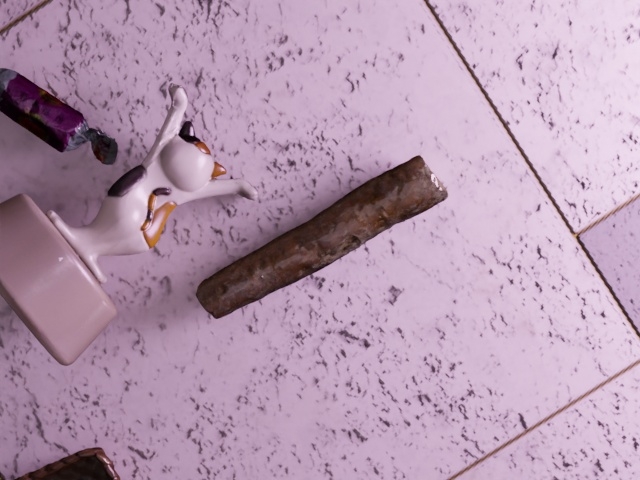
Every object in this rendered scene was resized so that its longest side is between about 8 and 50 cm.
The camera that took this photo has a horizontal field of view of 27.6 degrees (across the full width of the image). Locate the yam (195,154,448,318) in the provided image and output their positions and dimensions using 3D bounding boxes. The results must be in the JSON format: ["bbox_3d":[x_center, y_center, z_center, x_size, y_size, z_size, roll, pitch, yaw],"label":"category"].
[{"bbox_3d":[0.000,0.000,1.332,0.274,0.061,0.061,-30,94,5],"label":"yam"}]

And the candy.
[{"bbox_3d":[-0.286,-0.130,1.336,0.175,0.045,0.043,32,61,0],"label":"candy"}]

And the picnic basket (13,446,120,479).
[{"bbox_3d":[-0.290,0.293,1.365,0.193,0.055,0.110,-25,93,4],"label":"picnic basket"}]

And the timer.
[{"bbox_3d":[-0.203,-0.022,1.303,0.266,0.175,0.175,-38,93,-10],"label":"timer"}]
